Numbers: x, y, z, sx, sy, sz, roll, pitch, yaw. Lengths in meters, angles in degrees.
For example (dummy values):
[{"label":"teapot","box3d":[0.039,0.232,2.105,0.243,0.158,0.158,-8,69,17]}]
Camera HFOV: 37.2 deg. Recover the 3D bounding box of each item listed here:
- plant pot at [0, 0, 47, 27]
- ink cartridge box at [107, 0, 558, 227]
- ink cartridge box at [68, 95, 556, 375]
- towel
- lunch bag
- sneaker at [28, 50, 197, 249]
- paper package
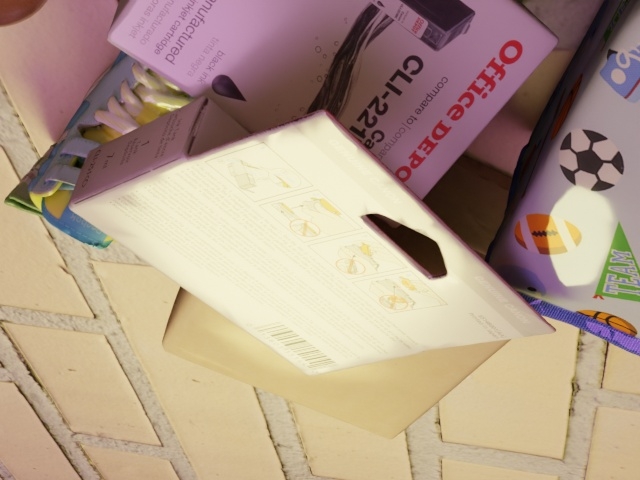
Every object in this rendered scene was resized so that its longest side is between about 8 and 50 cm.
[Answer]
[{"label":"plant pot","box3d":[-0.337,-0.290,0.832,0.237,0.032,0.236,10,142,8]},{"label":"ink cartridge box","box3d":[0.009,-0.167,0.724,0.273,0.114,0.197,32,111,-21]},{"label":"ink cartridge box","box3d":[0.000,0.000,0.743,0.261,0.066,0.296,-16,138,37]},{"label":"towel","box3d":[-0.253,-0.057,1.005,0.113,0.152,0.023,19,115,-4]},{"label":"lunch bag","box3d":[0.365,-0.050,0.702,0.386,0.238,0.327,23,142,5]},{"label":"sneaker","box3d":[-0.153,-0.105,0.849,0.127,0.208,0.319,30,139,-16]},{"label":"paper package","box3d":[0.027,0.035,0.993,0.310,0.168,0.325,24,142,-9]}]
